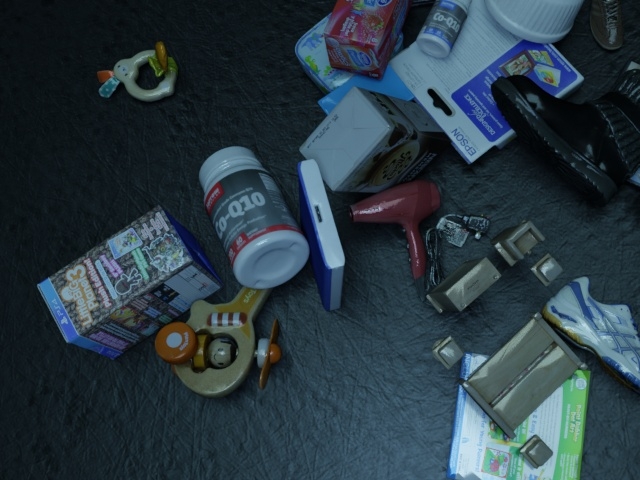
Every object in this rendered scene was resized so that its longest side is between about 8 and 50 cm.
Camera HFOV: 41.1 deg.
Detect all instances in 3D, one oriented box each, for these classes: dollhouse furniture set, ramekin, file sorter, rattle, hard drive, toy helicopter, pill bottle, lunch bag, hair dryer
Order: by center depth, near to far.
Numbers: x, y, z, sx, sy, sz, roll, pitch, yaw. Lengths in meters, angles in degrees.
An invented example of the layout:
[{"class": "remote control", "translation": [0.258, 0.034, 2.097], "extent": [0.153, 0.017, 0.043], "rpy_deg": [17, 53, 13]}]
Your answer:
[{"class": "dollhouse furniture set", "translation": [0.385, 0.192, 1.639], "extent": [0.303, 0.174, 0.355], "rpy_deg": [-41, 90, -5]}, {"class": "hard drive", "translation": [0.000, 0.000, 1.670], "extent": [0.040, 0.319, 0.210], "rpy_deg": [-14, 72, -5]}, {"class": "hair dryer", "translation": [0.193, -0.013, 1.729], "extent": [0.293, 0.080, 0.224], "rpy_deg": [27, 78, -4]}, {"class": "toy helicopter", "translation": [-0.154, 0.165, 1.756], "extent": [0.234, 0.140, 0.355], "rpy_deg": [24, 67, 21]}, {"class": "pill bottle", "translation": [-0.146, -0.053, 1.765], "extent": [0.161, 0.161, 0.283], "rpy_deg": [-30, 54, 0]}, {"class": "ramekin", "translation": [0.461, -0.528, 1.806], "extent": [0.207, 0.109, 0.207], "rpy_deg": [10, 55, -14]}, {"class": "pill bottle", "translation": [0.265, -0.466, 1.817], "extent": [0.078, 0.078, 0.137], "rpy_deg": [23, 78, 15]}, {"class": "file sorter", "translation": [0.103, -0.285, 1.846], "extent": [0.170, 0.104, 0.118], "rpy_deg": [-35, 72, -1]}, {"class": "lunch bag", "translation": [0.064, -0.429, 1.900], "extent": [0.219, 0.090, 0.176], "rpy_deg": [-40, 73, -3]}, {"class": "rattle", "translation": [-0.436, -0.389, 1.952], "extent": [0.199, 0.143, 0.130], "rpy_deg": [6, 94, 5]}]

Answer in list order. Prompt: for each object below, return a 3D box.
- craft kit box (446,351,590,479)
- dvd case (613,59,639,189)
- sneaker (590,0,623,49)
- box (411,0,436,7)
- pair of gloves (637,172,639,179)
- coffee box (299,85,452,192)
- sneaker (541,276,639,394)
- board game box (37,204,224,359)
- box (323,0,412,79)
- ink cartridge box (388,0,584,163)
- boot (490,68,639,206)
[{"class": "craft kit box", "translation": [0.381, 0.356, 1.649], "extent": [0.246, 0.061, 0.250], "rpy_deg": [8, 76, 14]}, {"class": "dvd case", "translation": [0.669, -0.238, 1.782], "extent": [0.180, 0.022, 0.253], "rpy_deg": [28, 81, 15]}, {"class": "sneaker", "translation": [0.614, -0.505, 1.839], "extent": [0.066, 0.071, 0.189], "rpy_deg": [-8, 73, 7]}, {"class": "box", "translation": [0.227, -0.590, 1.950], "extent": [0.162, 0.029, 0.116], "rpy_deg": [-6, 74, 9]}, {"class": "pair of gloves", "translation": [0.749, -0.069, 1.664], "extent": [0.204, 0.042, 0.240], "rpy_deg": [-22, 65, -24]}, {"class": "coffee box", "translation": [0.117, -0.191, 1.697], "extent": [0.168, 0.297, 0.119], "rpy_deg": [-47, 69, 24]}, {"class": "sneaker", "translation": [0.574, 0.187, 1.634], "extent": [0.296, 0.112, 0.131], "rpy_deg": [41, 84, 16]}, {"class": "board game box", "translation": [-0.380, 0.093, 1.756], "extent": [0.291, 0.232, 0.141], "rpy_deg": [-33, 71, -1]}, {"class": "box", "translation": [0.110, -0.485, 1.791], "extent": [0.122, 0.128, 0.257], "rpy_deg": [17, 70, 14]}, {"class": "ink cartridge box", "translation": [0.349, -0.355, 1.847], "extent": [0.307, 0.072, 0.304], "rpy_deg": [-37, 73, 0]}, {"class": "boot", "translation": [0.539, -0.267, 1.715], "extent": [0.348, 0.131, 0.260], "rpy_deg": [44, 87, -1]}]
